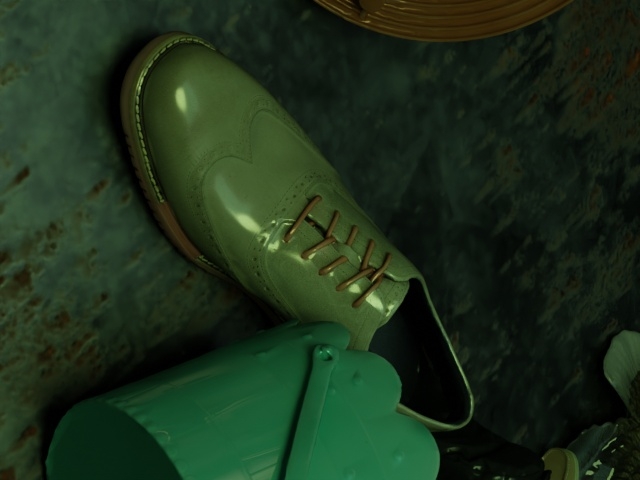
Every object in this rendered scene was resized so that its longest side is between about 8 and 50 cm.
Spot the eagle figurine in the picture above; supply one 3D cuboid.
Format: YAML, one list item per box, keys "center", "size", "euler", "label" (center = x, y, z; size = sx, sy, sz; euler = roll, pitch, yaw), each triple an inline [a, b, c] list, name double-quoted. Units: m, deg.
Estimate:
- center: [0.340, 0.262, 1.435]
  size: [0.226, 0.225, 0.298]
  euler: [28, 112, -2]
  label: "eagle figurine"

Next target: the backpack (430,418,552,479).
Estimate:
- center: [0.112, 0.254, 1.240]
  size: [0.115, 0.152, 0.182]
  euler: [0, 109, -37]
  label: "backpack"

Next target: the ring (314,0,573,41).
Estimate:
- center: [0.092, -0.304, 1.040]
  size: [0.032, 0.337, 0.336]
  euler: [-78, 153, -64]
  label: "ring"

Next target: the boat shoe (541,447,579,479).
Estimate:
- center: [0.207, 0.259, 1.374]
  size: [0.045, 0.050, 0.135]
  euler: [40, 70, -44]
  label: "boat shoe"

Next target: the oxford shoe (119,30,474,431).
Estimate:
- center: [0.000, 0.000, 1.084]
  size: [0.140, 0.147, 0.397]
  euler: [-53, 127, -22]
  label: "oxford shoe"

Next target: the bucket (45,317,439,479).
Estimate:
- center: [-0.056, 0.205, 0.995]
  size: [0.183, 0.281, 0.281]
  euler: [-14, 105, -36]
  label: "bucket"
